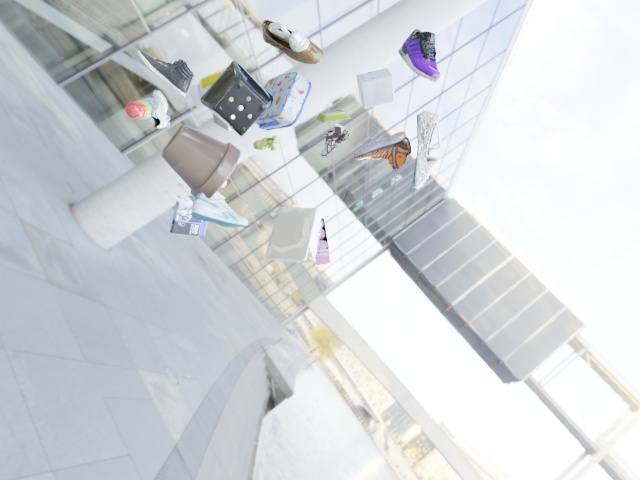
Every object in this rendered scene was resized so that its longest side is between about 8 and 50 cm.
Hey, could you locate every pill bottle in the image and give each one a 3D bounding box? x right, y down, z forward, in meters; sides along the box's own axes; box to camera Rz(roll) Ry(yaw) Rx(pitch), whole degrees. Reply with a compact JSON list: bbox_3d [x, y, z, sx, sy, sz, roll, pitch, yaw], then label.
[{"bbox_3d":[-0.400,-0.599,1.585,0.119,0.208,0.119,-15,90,-73],"label":"pill bottle"}]

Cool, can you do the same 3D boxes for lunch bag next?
[{"bbox_3d":[-0.183,-0.608,1.793,0.115,0.243,0.303,24,-8,-37],"label":"lunch bag"}]

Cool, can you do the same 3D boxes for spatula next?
[{"bbox_3d":[-0.550,-0.188,1.757,0.019,0.168,0.242,63,10,29],"label":"spatula"}]

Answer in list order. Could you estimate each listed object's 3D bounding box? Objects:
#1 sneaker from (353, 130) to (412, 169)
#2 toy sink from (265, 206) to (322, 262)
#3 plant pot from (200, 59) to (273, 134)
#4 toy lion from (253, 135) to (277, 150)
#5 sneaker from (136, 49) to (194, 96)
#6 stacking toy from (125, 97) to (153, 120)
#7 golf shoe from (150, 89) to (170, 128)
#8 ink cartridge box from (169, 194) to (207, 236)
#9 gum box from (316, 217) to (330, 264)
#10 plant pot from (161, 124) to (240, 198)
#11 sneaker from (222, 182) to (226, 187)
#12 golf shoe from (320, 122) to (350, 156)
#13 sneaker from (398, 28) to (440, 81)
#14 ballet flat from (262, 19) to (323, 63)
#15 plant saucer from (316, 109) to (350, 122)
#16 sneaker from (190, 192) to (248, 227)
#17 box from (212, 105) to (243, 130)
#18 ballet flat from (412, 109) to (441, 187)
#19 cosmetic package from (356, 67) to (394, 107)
[{"bbox_3d":[0.344,-0.456,2.192,0.321,0.125,0.180,-12,-61,33],"label":"sneaker"},{"bbox_3d":[-0.093,0.004,1.507,0.131,0.152,0.234,75,21,-53],"label":"toy sink"},{"bbox_3d":[-0.274,-0.465,1.361,0.187,0.188,0.167,39,11,-30],"label":"plant pot"},{"bbox_3d":[-0.229,-0.401,1.663,0.100,0.096,0.034,-86,178,-53],"label":"toy lion"},{"bbox_3d":[-0.780,-0.897,2.062,0.295,0.147,0.104,39,9,-19],"label":"sneaker"},{"bbox_3d":[-1.004,-0.727,2.253,0.141,0.141,0.330,58,6,-19],"label":"stacking toy"},{"bbox_3d":[-0.769,-0.618,1.904,0.069,0.086,0.176,10,-56,22],"label":"golf shoe"},{"bbox_3d":[-0.689,-0.126,2.169,0.208,0.206,0.045,6,12,-45],"label":"ink cartridge box"},{"bbox_3d":[0.000,0.000,1.770,0.107,0.062,0.188,84,-1,-50],"label":"gum box"},{"bbox_3d":[-0.480,-0.316,1.564,0.229,0.263,0.263,36,0,-28],"label":"plant pot"},{"bbox_3d":[-0.639,-0.418,2.359,0.115,0.090,0.232,-26,91,-58],"label":"sneaker"},{"bbox_3d":[0.073,-0.639,2.558,0.120,0.105,0.273,42,-42,-12],"label":"golf shoe"},{"bbox_3d":[0.429,-0.781,1.663,0.146,0.102,0.293,-55,-137,36],"label":"sneaker"},{"bbox_3d":[-0.140,-0.913,1.822,0.342,0.116,0.124,37,-5,20],"label":"ballet flat"},{"bbox_3d":[0.080,-0.832,2.669,0.188,0.188,0.045,-124,-155,-62],"label":"plant saucer"},{"bbox_3d":[-0.373,-0.108,1.527,0.228,0.092,0.087,20,-20,-39],"label":"sneaker"},{"bbox_3d":[-0.505,-0.745,2.199,0.148,0.127,0.232,35,-42,30],"label":"box"},{"bbox_3d":[0.555,-0.462,2.087,0.147,0.147,0.409,-142,-134,-59],"label":"ballet flat"},{"bbox_3d":[0.313,-0.868,2.289,0.151,0.183,0.151,-98,176,-52],"label":"cosmetic package"}]
